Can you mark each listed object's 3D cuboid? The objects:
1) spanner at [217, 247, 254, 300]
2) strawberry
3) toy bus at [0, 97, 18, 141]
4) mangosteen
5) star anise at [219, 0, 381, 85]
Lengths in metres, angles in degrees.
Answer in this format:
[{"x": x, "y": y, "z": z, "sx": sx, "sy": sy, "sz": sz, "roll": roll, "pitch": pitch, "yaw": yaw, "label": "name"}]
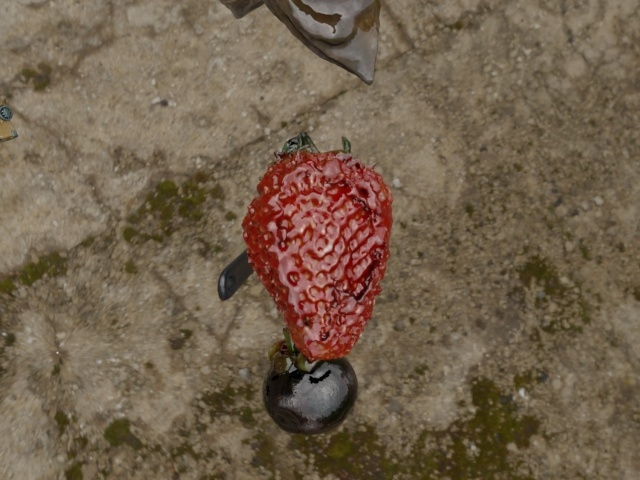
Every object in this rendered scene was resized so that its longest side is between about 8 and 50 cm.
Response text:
[{"x": -0.079, "y": -0.003, "z": 0.858, "sx": 0.024, "sy": 0.316, "sz": 0.087, "roll": 9, "pitch": 113, "yaw": 13, "label": "spanner"}, {"x": 0.000, "y": 0.000, "z": 0.699, "sx": 0.188, "sy": 0.106, "sz": 0.286, "roll": -7, "pitch": 85, "yaw": 1, "label": "strawberry"}, {"x": -0.765, "y": -0.299, "z": 1.332, "sx": 0.103, "sy": 0.091, "sz": 0.182, "roll": -43, "pitch": 122, "yaw": -52, "label": "toy bus"}, {"x": -0.020, "y": 0.185, "z": 0.811, "sx": 0.137, "sy": 0.137, "sz": 0.151, "roll": -24, "pitch": 106, "yaw": -25, "label": "mangosteen"}, {"x": -0.029, "y": -0.272, "z": 0.508, "sx": 0.108, "sy": 0.315, "sz": 0.315, "roll": -38, "pitch": 96, "yaw": -21, "label": "star anise"}]
